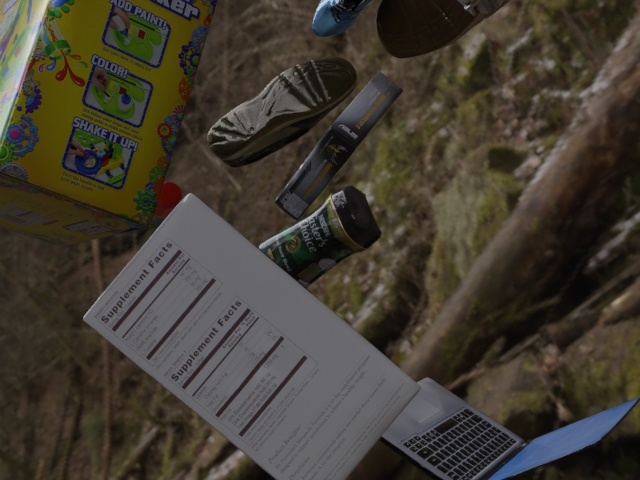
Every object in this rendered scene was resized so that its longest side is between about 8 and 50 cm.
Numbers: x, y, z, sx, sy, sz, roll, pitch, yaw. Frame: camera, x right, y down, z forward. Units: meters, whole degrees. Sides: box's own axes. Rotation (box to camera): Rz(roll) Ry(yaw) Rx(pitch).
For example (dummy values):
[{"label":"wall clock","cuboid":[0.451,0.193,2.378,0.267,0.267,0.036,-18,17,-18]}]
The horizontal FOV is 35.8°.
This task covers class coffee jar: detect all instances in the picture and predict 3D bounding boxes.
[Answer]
[{"label":"coffee jar","cuboid":[0.000,0.000,1.492,0.184,0.096,0.079,-34,-34,20]}]

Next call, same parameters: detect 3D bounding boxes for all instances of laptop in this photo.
[{"label":"laptop","cuboid":[0.342,0.320,1.894,0.382,0.408,0.236,-7,-55,-62]}]

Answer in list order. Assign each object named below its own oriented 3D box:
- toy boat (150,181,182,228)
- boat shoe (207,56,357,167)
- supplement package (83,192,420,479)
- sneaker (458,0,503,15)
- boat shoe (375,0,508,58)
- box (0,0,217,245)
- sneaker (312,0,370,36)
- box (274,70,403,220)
[{"label":"toy boat","cuboid":[-0.236,0.055,1.721,0.267,0.318,0.148,-15,-8,-23]},{"label":"boat shoe","cuboid":[-0.049,-0.174,1.367,0.223,0.080,0.073,-31,-22,1]},{"label":"supplement package","cuboid":[-0.058,0.090,0.843,0.134,0.244,0.139,-50,3,-4]},{"label":"sneaker","cuboid":[0.177,-0.320,1.112,0.111,0.129,0.297,-15,9,22]},{"label":"boat shoe","cuboid":[0.219,-0.363,1.389,0.341,0.122,0.110,-28,-3,44]},{"label":"box","cuboid":[-0.288,-0.159,1.126,0.290,0.177,0.279,-7,66,57]},{"label":"sneaker","cuboid":[0.038,-0.356,1.452,0.162,0.063,0.073,-38,3,37]},{"label":"box","cuboid":[0.029,-0.158,1.683,0.183,0.056,0.231,-52,2,-42]}]
